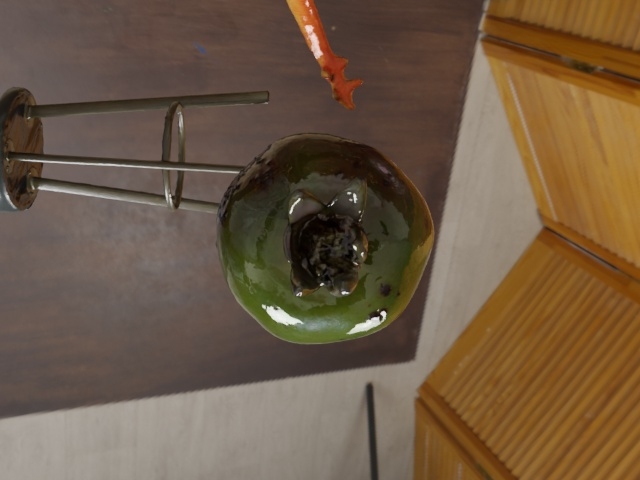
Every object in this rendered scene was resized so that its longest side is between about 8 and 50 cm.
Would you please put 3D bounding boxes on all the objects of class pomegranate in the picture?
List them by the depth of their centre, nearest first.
[{"bbox_3d":[-0.006,-0.003,0.429,0.129,0.129,0.159,-54,156,5],"label":"pomegranate"}]

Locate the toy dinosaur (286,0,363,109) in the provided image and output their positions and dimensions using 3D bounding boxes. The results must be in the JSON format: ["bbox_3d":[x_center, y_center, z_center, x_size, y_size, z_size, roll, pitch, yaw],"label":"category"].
[{"bbox_3d":[-0.025,-0.181,0.317,0.070,0.117,0.288,-33,114,-20],"label":"toy dinosaur"}]

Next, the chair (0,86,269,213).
[{"bbox_3d":[-0.148,-0.067,0.549,0.222,0.104,0.095,-1,71,-4],"label":"chair"}]
